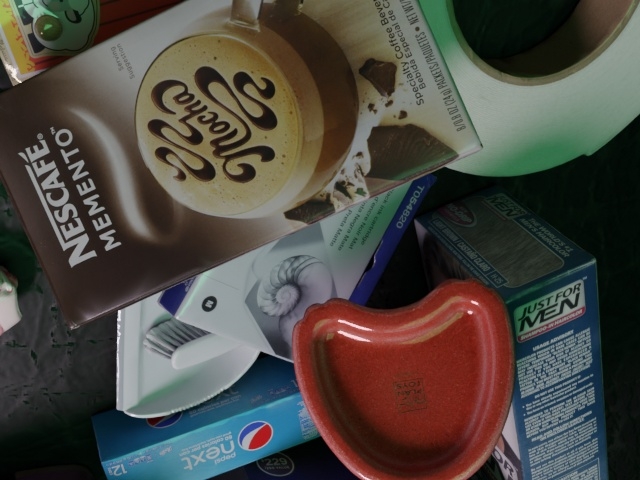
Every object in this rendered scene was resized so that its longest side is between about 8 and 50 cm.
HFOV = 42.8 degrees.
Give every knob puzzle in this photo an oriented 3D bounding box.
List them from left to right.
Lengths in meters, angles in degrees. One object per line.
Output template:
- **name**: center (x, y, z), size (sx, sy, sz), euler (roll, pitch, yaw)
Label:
- **knob puzzle**: center (-0.159, -0.216, 0.591), size (0.213, 0.030, 0.213), euler (-10, 119, -19)

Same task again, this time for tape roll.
- **tape roll**: center (0.181, -0.243, 0.704), size (0.392, 0.072, 0.392), euler (-10, 119, -19)

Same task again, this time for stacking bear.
- **stacking bear**: center (0.085, 0.149, 0.774), size (0.175, 0.164, 0.289), euler (-10, 166, 4)

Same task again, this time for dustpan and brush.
- **dustpan and brush**: center (-0.081, 0.086, 0.765), size (0.211, 0.060, 0.147), euler (-15, 124, -39)

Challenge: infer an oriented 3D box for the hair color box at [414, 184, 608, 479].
- **hair color box**: center (0.203, 0.137, 0.852), size (0.105, 0.174, 0.347), euler (-22, 122, -11)

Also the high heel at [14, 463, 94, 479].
- **high heel**: center (-0.361, 0.302, 0.684), size (0.377, 0.181, 0.127), euler (-14, 121, -17)

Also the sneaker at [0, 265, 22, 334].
- **sneaker**: center (-0.288, 0.027, 0.652), size (0.070, 0.051, 0.134), euler (-29, 125, -12)

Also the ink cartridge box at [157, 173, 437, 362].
- **ink cartridge box**: center (0.000, 0.000, 0.727), size (0.224, 0.045, 0.223), euler (26, 93, -41)

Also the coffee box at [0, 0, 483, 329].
- **coffee box**: center (-0.060, -0.077, 0.574), size (0.297, 0.119, 0.168), euler (-25, 92, 7)

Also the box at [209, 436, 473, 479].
- **box**: center (0.035, 0.284, 0.849), size (0.261, 0.184, 0.103), euler (6, 110, -27)

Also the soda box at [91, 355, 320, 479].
- **soda box**: center (-0.108, 0.182, 0.799), size (0.210, 0.071, 0.067), euler (-16, 122, -16)
